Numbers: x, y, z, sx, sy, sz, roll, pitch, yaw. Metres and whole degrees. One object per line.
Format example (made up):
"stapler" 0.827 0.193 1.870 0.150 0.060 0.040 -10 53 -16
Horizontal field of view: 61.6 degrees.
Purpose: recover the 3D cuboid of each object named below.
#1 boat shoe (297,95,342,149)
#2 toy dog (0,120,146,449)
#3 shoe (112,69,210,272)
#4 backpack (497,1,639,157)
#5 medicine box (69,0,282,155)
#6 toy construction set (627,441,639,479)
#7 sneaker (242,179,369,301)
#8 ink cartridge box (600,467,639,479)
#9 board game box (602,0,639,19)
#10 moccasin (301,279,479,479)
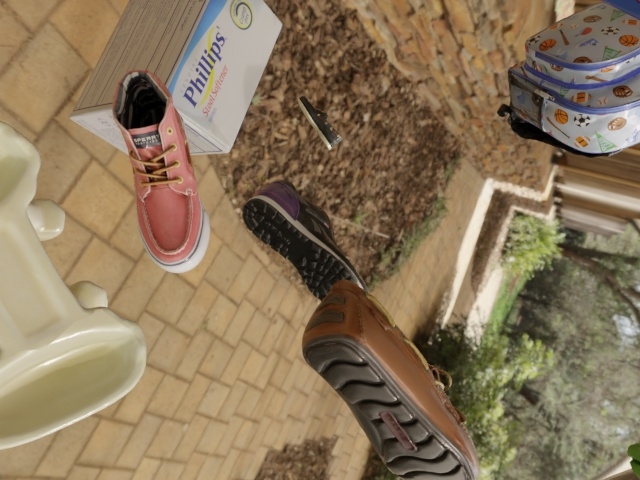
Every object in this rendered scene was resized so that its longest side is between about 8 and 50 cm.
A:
"boat shoe" -0.003 -0.259 1.153 0.042 0.133 0.049 -36 175 1
"toy dog" -0.425 0.104 0.585 0.395 0.408 0.284 -43 108 -29
"shoe" -0.145 -0.063 0.474 0.081 0.063 0.178 78 -2 -65
"backpack" 0.509 -0.289 0.978 0.276 0.263 0.213 -32 141 -1
"medicine box" -0.248 -0.291 0.918 0.149 0.289 0.263 36 67 -46
"toy construction set" 0.251 0.253 0.285 0.257 0.237 0.308 93 -16 -56
"sneaker" 0.000 0.000 0.980 0.107 0.283 0.124 -39 -173 44
"ink cartridge box" 0.448 0.507 0.684 0.091 0.385 0.308 -19 156 -48
"board game box" 0.403 -0.394 0.617 0.078 0.347 0.233 -4 133 -22
"moccasin" 0.112 0.215 0.752 0.380 0.139 0.147 49 37 -19
